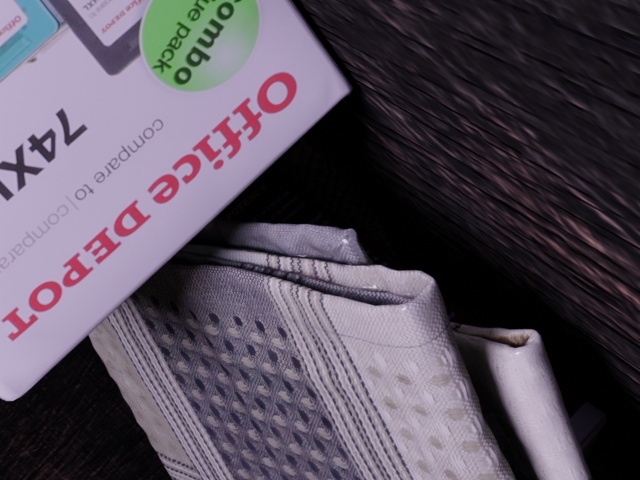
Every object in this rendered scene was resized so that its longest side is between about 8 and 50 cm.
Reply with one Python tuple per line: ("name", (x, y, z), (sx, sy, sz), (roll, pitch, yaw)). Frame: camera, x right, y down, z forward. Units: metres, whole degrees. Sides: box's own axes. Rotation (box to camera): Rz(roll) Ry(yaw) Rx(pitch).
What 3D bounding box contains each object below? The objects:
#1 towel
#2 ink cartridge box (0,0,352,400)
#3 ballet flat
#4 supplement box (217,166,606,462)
("towel", (0.020, 0.118, 0.814), (0.312, 0.056, 0.324), (10, 135, 52))
("ink cartridge box", (-0.163, -0.117, 0.680), (0.270, 0.198, 0.197), (51, 173, -38))
("ballet flat", (0.021, 0.017, 0.928), (0.250, 0.058, 0.084), (50, 174, -17))
("supplement box", (0.019, 0.071, 0.871), (0.239, 0.073, 0.130), (37, 150, 19))
